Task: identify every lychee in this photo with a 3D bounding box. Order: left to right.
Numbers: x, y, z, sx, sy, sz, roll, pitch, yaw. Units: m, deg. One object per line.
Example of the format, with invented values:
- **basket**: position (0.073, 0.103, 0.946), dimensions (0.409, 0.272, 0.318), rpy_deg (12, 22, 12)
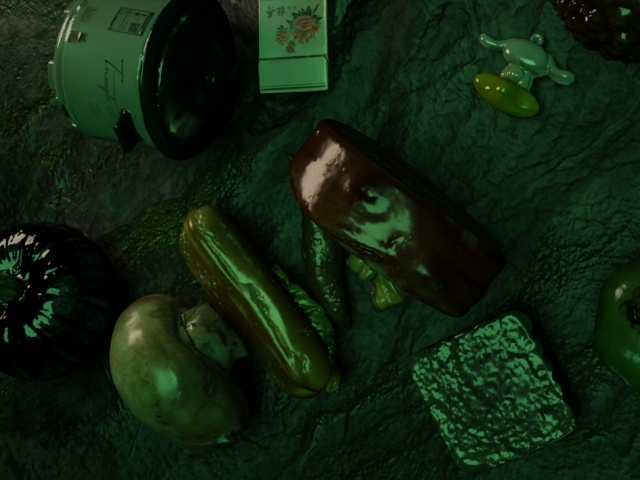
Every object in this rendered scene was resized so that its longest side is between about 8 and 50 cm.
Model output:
- **lychee**: position (0.407, -0.340, 1.423), dimensions (0.267, 0.267, 0.268), rpy_deg (1, 93, 22)

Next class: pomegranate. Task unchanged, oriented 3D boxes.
- **pomegranate**: position (0.418, 0.100, 1.440), dimensions (0.187, 0.225, 0.187), rpy_deg (-6, 76, 25)

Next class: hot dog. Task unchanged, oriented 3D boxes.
- **hot dog**: position (-0.081, 0.091, 1.703), dimensions (0.100, 0.135, 0.337), rpy_deg (-34, 78, -25)

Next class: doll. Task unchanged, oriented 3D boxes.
- **doll**: position (0.259, -0.229, 1.578), dimensions (0.113, 0.071, 0.135), rpy_deg (-39, 73, 11)

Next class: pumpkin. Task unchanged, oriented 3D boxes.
- **pumpkin**: position (-0.438, 0.087, 1.774), dimensions (0.247, 0.248, 0.248), rpy_deg (1, 93, 22)

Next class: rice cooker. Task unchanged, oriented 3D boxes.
- **rice cooker**: position (-0.237, -0.242, 1.684), dimensions (0.226, 0.241, 0.281), rpy_deg (11, 52, 25)

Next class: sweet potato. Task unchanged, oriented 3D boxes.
- **sweet potato**: position (0.000, 0.000, 1.688), dimensions (0.067, 0.067, 0.274), rpy_deg (-13, 94, 22)

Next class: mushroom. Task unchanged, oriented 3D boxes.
- **mushroom**: position (-0.192, 0.191, 1.688), dimensions (0.184, 0.255, 0.255), rpy_deg (-39, 77, -11)

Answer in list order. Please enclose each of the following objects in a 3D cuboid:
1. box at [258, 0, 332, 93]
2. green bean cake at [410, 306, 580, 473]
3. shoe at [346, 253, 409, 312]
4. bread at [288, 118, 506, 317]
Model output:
- **box**: position (-0.036, -0.314, 1.709), dimensions (0.109, 0.029, 0.198), rpy_deg (0, 92, 22)
- **green bean cake**: position (0.236, 0.201, 1.587), dimensions (0.183, 0.094, 0.185), rpy_deg (-28, 82, 20)
- **shoe**: position (0.082, 0.046, 1.654), dimensions (0.069, 0.072, 0.109), rpy_deg (-40, 78, 13)
- **bread**: position (0.093, -0.031, 1.503), dimensions (0.295, 0.328, 0.114), rpy_deg (37, 100, -5)
